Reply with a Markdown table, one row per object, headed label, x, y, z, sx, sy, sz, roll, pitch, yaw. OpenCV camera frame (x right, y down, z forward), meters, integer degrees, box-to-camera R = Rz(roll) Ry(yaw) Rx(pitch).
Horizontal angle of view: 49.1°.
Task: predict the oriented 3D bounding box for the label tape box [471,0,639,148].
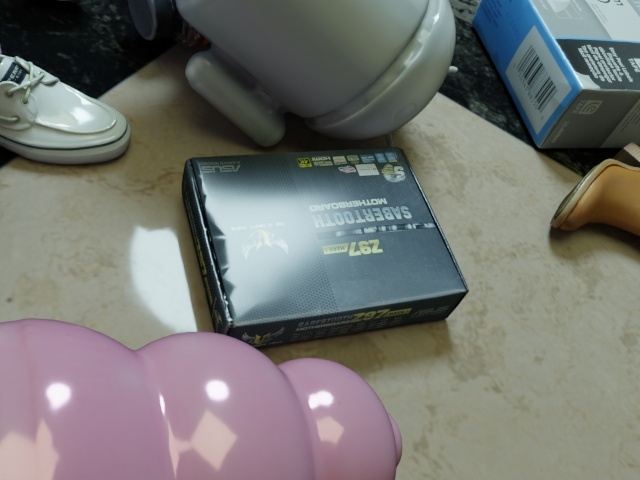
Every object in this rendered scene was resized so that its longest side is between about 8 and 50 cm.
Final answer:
| label | x | y | z | sx | sy | sz | roll | pitch | yaw |
| --- | --- | --- | --- | --- | --- | --- | --- | --- | --- |
| label tape box | 0.414 | -0.249 | 0.950 | 0.348 | 0.115 | 0.249 | -4 | 55 | -18 |

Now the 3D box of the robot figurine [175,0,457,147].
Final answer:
| label | x | y | z | sx | sy | sz | roll | pitch | yaw |
| --- | --- | --- | --- | --- | --- | --- | --- | --- | --- |
| robot figurine | -0.001 | -0.239 | 0.709 | 0.353 | 0.300 | 0.200 | 38 | 11 | -30 |

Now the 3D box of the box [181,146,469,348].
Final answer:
| label | x | y | z | sx | sy | sz | roll | pitch | yaw |
| --- | --- | --- | --- | --- | --- | --- | --- | --- | --- |
| box | 0.000 | 0.000 | 0.664 | 0.233 | 0.059 | 0.183 | -6 | 57 | -21 |

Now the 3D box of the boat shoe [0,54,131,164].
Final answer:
| label | x | y | z | sx | sy | sz | roll | pitch | yaw |
| --- | --- | --- | --- | --- | --- | --- | --- | --- | --- |
| boat shoe | -0.294 | -0.134 | 0.662 | 0.226 | 0.076 | 0.083 | 11 | 52 | -10 |

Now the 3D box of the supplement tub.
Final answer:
| label | x | y | z | sx | sy | sz | roll | pitch | yaw |
| --- | --- | --- | --- | --- | --- | --- | --- | --- | --- |
| supplement tub | -0.118 | -0.285 | 0.813 | 0.198 | 0.106 | 0.106 | -21 | 63 | -30 |

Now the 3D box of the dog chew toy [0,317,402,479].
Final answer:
| label | x | y | z | sx | sy | sz | roll | pitch | yaw |
| --- | --- | --- | --- | --- | --- | --- | --- | --- | --- |
| dog chew toy | -0.098 | 0.148 | 0.443 | 0.332 | 0.206 | 0.206 | 0 | 54 | -28 |

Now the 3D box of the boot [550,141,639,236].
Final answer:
| label | x | y | z | sx | sy | sz | roll | pitch | yaw |
| --- | --- | --- | --- | --- | --- | --- | --- | --- | --- |
| boot | 0.364 | -0.024 | 0.793 | 0.197 | 0.073 | 0.152 | -31 | 72 | -31 |
